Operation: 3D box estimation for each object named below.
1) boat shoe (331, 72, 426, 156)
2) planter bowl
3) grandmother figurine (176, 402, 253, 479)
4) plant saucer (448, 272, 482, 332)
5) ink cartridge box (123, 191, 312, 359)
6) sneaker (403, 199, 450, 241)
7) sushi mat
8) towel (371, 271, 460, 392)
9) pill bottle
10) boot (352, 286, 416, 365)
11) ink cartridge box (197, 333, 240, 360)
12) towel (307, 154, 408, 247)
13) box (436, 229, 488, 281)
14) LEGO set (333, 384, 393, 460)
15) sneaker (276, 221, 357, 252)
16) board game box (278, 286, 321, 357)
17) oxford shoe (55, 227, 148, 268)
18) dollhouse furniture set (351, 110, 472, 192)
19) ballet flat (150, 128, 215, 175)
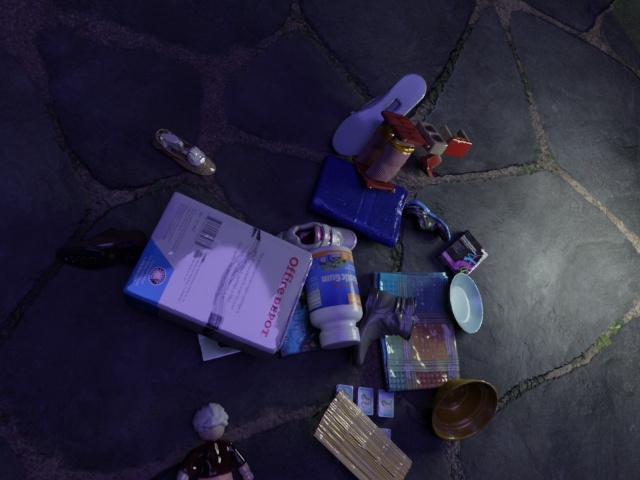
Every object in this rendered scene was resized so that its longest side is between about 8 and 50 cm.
[{"bbox_3d":[0.186,-0.417,1.767,0.367,0.156,0.136,-43,96,3],"label":"boat shoe"},{"bbox_3d":[0.410,0.482,1.563,0.217,0.090,0.217,-7,114,-15],"label":"planter bowl"},{"bbox_3d":[-0.268,0.581,1.301,0.207,0.104,0.343,13,64,-46],"label":"grandmother figurine"},{"bbox_3d":[0.460,0.205,1.697,0.195,0.037,0.195,17,64,-40],"label":"plant saucer"},{"bbox_3d":[-0.257,0.100,1.354,0.394,0.166,0.286,25,66,-9],"label":"ink cartridge box"},{"bbox_3d":[0.356,-0.057,1.758,0.188,0.067,0.078,39,86,-7],"label":"sneaker"},{"bbox_3d":[0.119,0.569,1.434,0.316,0.019,0.151,47,54,-9],"label":"sushi mat"},{"bbox_3d":[0.303,0.275,1.633,0.271,0.040,0.370,2,71,-19],"label":"towel"},{"bbox_3d":[0.037,0.164,1.497,0.152,0.152,0.272,-1,67,-21],"label":"pill bottle"},{"bbox_3d":[0.191,0.265,1.539,0.161,0.083,0.247,18,77,4],"label":"boot"},{"bbox_3d":[-0.269,0.196,1.439,0.171,0.056,0.235,-10,78,-23],"label":"ink cartridge box"},{"bbox_3d":[0.121,-0.125,1.684,0.308,0.076,0.228,25,59,-11],"label":"towel"},{"bbox_3d":[0.484,0.052,1.782,0.162,0.029,0.116,-38,89,-27],"label":"box"},{"bbox_3d":[0.128,0.538,1.478,0.182,0.060,0.244,12,66,-16],"label":"LEGO set"},{"bbox_3d":[0.000,0.000,1.571,0.252,0.111,0.103,-3,75,-22],"label":"sneaker"},{"bbox_3d":[-0.076,0.234,1.516,0.126,0.026,0.186,-9,77,-22],"label":"board game box"},{"bbox_3d":[-0.572,0.017,1.382,0.227,0.083,0.096,-5,45,-14],"label":"oxford shoe"},{"bbox_3d":[0.315,-0.269,1.700,0.374,0.201,0.152,4,45,-33],"label":"dollhouse furniture set"},{"bbox_3d":[-0.399,-0.258,1.528,0.206,0.067,0.073,27,65,-11],"label":"ballet flat"}]
